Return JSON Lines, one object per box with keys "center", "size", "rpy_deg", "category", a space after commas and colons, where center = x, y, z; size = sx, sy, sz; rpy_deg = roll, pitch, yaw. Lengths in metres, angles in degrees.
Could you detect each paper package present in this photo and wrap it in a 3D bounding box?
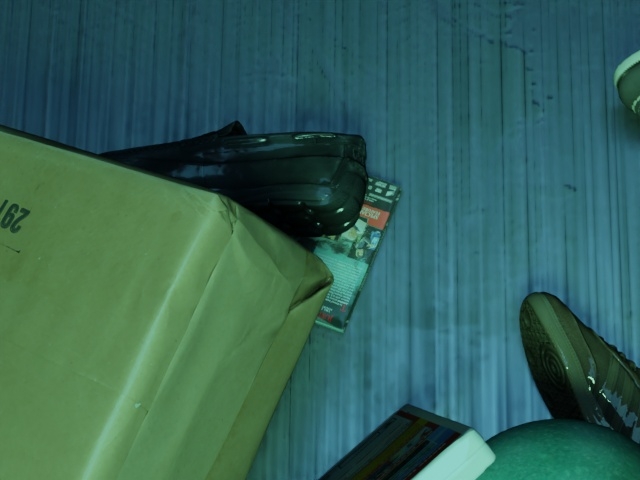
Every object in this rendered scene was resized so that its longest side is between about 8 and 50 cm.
{"center": [-0.203, 0.090, 1.029], "size": [0.324, 0.168, 0.310], "rpy_deg": [15, 74, 33], "category": "paper package"}

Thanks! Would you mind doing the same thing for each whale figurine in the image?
{"center": [0.107, 0.225, 0.976], "size": [0.141, 0.216, 0.272], "rpy_deg": [41, 108, -5], "category": "whale figurine"}

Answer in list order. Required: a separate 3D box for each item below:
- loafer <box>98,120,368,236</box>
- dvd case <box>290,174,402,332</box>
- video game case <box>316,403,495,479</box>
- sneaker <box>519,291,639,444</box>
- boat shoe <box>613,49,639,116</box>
{"center": [-0.071, -0.049, 1.147], "size": [0.223, 0.076, 0.078], "rpy_deg": [2, 59, 19], "category": "loafer"}
{"center": [0.000, 0.000, 1.156], "size": [0.087, 0.013, 0.119], "rpy_deg": [19, 76, 12], "category": "dvd case"}
{"center": [0.003, 0.182, 0.964], "size": [0.204, 0.285, 0.025], "rpy_deg": [-40, 90, -5], "category": "video game case"}
{"center": [0.206, 0.114, 1.079], "size": [0.071, 0.066, 0.188], "rpy_deg": [-22, 77, -17], "category": "sneaker"}
{"center": [0.381, -0.113, 1.090], "size": [0.335, 0.112, 0.096], "rpy_deg": [-9, 68, 1], "category": "boat shoe"}
